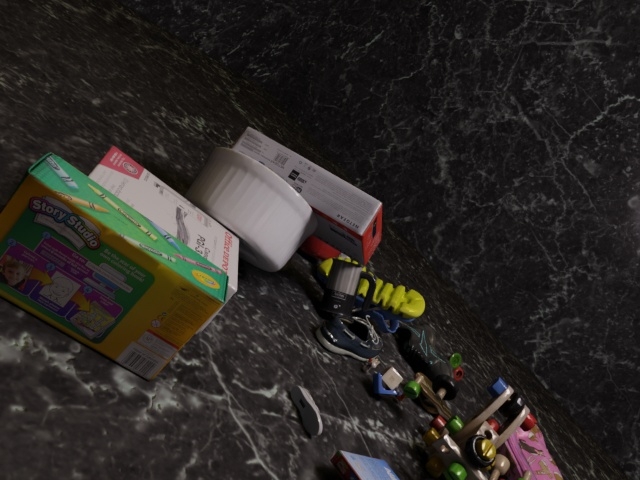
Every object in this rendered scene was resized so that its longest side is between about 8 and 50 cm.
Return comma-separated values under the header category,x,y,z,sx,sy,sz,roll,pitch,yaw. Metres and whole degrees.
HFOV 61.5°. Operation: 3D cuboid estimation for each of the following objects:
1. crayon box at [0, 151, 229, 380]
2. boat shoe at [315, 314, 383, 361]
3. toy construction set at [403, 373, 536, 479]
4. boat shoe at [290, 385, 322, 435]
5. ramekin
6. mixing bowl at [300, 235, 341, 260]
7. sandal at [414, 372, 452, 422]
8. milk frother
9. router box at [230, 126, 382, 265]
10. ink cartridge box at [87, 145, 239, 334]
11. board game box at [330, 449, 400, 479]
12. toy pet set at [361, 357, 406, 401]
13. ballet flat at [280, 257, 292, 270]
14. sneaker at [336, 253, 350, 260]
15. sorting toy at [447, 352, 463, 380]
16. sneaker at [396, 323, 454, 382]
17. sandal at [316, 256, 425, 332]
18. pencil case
category,x,y,z,sx,sy,sz,roll,pitch,yaw
crayon box,-0.280,0.042,0.694,0.278,0.165,0.081,38,16,-21
boat shoe,0.088,0.227,1.298,0.254,0.079,0.095,27,23,-47
toy construction set,0.305,0.458,1.101,0.237,0.257,0.309,-34,102,-49
boat shoe,-0.017,0.297,0.940,0.035,0.035,0.100,25,18,-43
ramekin,-0.155,-0.054,1.130,0.277,0.135,0.277,32,-15,10
mixing bowl,0.000,0.000,1.583,0.181,0.098,0.181,22,4,-2
sandal,0.284,0.414,1.382,0.180,0.049,0.072,53,16,-27
milk frother,0.067,0.124,1.385,0.129,0.135,0.143,17,-3,-12
router box,-0.021,-0.087,1.223,0.335,0.082,0.301,31,-9,13
ink cartridge box,-0.279,-0.003,0.901,0.283,0.117,0.207,38,16,-22
board game box,0.137,0.434,0.800,0.145,0.027,0.281,33,6,-44
toy pet set,0.146,0.337,1.243,0.122,0.065,0.114,48,-19,4
ballet flat,-0.149,-0.011,1.375,0.232,0.080,0.073,54,-10,25
sneaker,0.026,-0.001,1.726,0.232,0.090,0.115,52,14,22
sorting toy,0.419,0.403,1.719,0.042,0.061,0.102,16,-54,58
sneaker,0.293,0.342,1.543,0.106,0.101,0.267,13,28,-20
sandal,0.124,0.161,1.503,0.317,0.138,0.126,30,39,16
pencil case,0.528,0.609,1.280,0.160,0.167,0.386,8,23,-6
